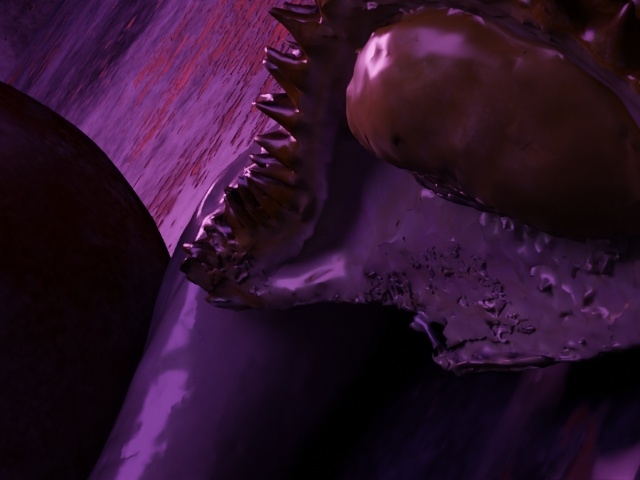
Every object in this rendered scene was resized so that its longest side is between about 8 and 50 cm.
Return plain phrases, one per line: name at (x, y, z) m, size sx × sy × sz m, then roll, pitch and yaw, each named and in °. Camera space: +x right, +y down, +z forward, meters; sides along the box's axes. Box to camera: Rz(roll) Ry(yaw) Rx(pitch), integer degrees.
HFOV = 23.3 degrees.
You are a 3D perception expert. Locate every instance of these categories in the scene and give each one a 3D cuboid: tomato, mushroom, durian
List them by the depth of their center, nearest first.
durian at (0.069, -0.037, 0.517) m, size 0.172 × 0.166 × 0.306 m, roll -11°, pitch 3°, yaw -44°
mushroom at (-0.047, 0.084, 0.647) m, size 0.351 × 0.097 × 0.109 m, roll -65°, pitch 12°, yaw -20°
tomato at (-0.219, 0.060, 0.765) m, size 0.282 × 0.317 × 0.316 m, roll -51°, pitch 14°, yaw -31°
